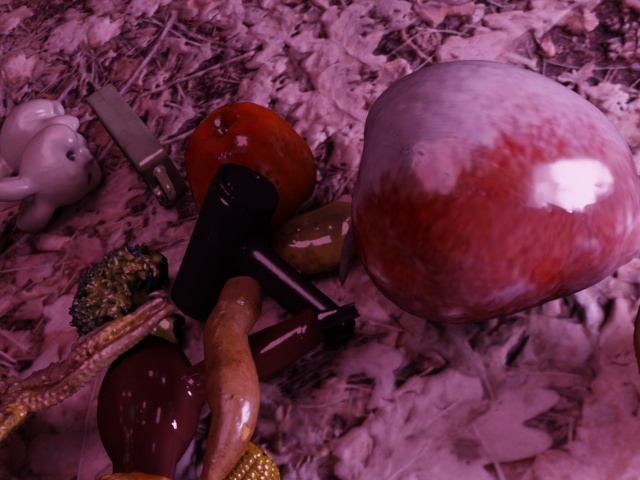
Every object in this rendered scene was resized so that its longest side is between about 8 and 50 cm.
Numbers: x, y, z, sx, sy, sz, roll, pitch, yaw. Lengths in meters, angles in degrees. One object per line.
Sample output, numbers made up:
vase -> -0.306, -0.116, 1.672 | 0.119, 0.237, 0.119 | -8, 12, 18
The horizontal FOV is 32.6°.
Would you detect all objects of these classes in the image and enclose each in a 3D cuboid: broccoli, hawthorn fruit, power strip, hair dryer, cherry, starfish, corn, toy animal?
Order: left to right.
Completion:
starfish -> -0.425, 0.189, 1.302 | 0.398, 0.132, 0.384 | 7, 36, 30
toy animal -> -0.435, -0.121, 1.696 | 0.178, 0.127, 0.193 | -27, 47, 6
broccoli -> -0.247, 0.086, 1.447 | 0.160, 0.167, 0.155 | 22, 97, 8
power strip -> -0.270, -0.136, 1.651 | 0.053, 0.093, 0.288 | -35, 46, -8
corn -> -0.138, 0.319, 1.217 | 0.231, 0.080, 0.080 | -44, 48, -15
hair dryer -> -0.099, 0.174, 1.255 | 0.340, 0.123, 0.312 | -27, 29, 4
hawthorn fruit -> -0.096, -0.097, 1.479 | 0.189, 0.189, 0.189 | -13, 48, 16
hair dryer -> -0.064, 0.052, 1.366 | 0.251, 0.197, 0.089 | 37, 29, 19
cherry -> 0.186, -0.060, 1.254 | 0.334, 0.291, 0.326 | -15, 34, -11

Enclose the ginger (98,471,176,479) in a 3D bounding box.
ginger -> -0.179, 0.392, 1.053 | 0.274, 0.152, 0.358 | 31, 90, -2

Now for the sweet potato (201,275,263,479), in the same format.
sweet potato -> -0.098, 0.147, 1.186 | 0.067, 0.059, 0.281 | -17, 37, 12

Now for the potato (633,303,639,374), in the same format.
potato -> 0.393, 0.092, 1.126 | 0.182, 0.117, 0.202 | 35, 65, -3

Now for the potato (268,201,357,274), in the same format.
potato -> 0.000, 0.000, 1.422 | 0.137, 0.070, 0.092 | -15, 46, 12
